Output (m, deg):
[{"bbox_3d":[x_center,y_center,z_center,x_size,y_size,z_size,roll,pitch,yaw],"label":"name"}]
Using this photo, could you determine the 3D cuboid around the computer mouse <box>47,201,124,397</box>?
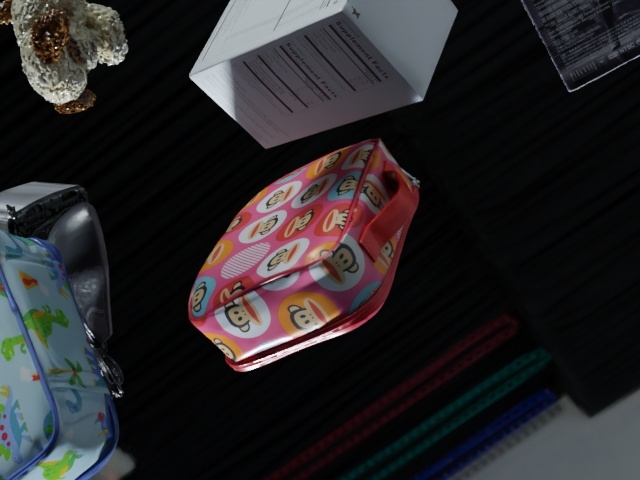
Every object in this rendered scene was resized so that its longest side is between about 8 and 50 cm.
[{"bbox_3d":[-0.330,0.075,1.346,0.188,0.072,0.272,-126,32,-50],"label":"computer mouse"}]

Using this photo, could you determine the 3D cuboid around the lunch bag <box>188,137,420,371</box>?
[{"bbox_3d":[0.000,0.000,1.126,0.120,0.258,0.293,52,-148,-19],"label":"lunch bag"}]

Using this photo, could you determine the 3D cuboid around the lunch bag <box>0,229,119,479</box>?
[{"bbox_3d":[-0.263,0.109,0.769,0.090,0.176,0.219,24,-149,-58],"label":"lunch bag"}]

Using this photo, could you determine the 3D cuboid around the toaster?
[{"bbox_3d":[-0.433,0.001,1.495,0.168,0.110,0.185,-37,-51,-54],"label":"toaster"}]

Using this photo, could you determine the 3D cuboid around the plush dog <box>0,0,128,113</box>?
[{"bbox_3d":[-0.444,-0.336,1.644,0.262,0.211,0.225,79,180,-57],"label":"plush dog"}]

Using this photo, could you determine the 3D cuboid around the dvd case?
[{"bbox_3d":[0.233,-0.261,0.825,0.221,0.165,0.018,62,-163,-2],"label":"dvd case"}]

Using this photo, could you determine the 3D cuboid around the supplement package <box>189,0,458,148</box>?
[{"bbox_3d":[0.001,-0.212,1.063,0.244,0.139,0.134,-10,137,46],"label":"supplement package"}]
